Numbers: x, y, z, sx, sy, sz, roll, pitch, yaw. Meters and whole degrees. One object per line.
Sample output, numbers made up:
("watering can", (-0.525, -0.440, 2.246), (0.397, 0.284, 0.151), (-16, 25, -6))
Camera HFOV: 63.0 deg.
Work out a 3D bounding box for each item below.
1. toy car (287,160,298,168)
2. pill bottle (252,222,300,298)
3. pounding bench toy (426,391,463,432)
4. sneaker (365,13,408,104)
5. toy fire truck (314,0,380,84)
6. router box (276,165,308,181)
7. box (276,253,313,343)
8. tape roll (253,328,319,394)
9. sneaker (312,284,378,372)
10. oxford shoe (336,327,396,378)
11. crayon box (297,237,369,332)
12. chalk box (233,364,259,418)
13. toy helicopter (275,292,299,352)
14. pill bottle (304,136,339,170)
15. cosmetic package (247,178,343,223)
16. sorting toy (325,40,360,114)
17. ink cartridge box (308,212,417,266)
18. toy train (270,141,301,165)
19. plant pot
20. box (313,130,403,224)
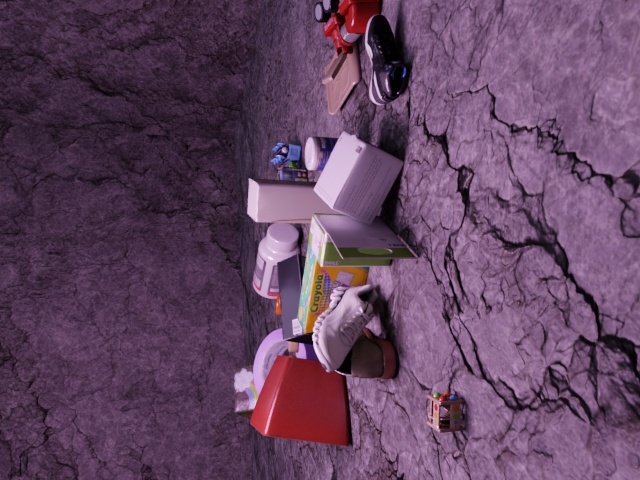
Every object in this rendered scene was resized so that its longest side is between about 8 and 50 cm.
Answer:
("toy car", (-0.119, -0.227, 2.230), (0.239, 0.053, 0.225), (-119, 34, -57))
("pill bottle", (-0.183, 0.084, 2.213), (0.176, 0.176, 0.318), (-107, 24, -45))
("pounding bench toy", (0.237, 0.329, 1.025), (0.083, 0.052, 0.065), (179, 92, -73))
("sneaker", (0.170, -0.444, 1.263), (0.121, 0.079, 0.217), (-158, 62, -69))
("toy fire truck", (0.072, -0.584, 1.471), (0.217, 0.158, 0.246), (170, 88, -67))
("router box", (-0.111, -0.242, 2.082), (0.038, 0.122, 0.092), (136, 132, -61))
("box", (-0.038, 0.196, 1.689), (0.103, 0.184, 0.261), (-23, 62, 35))
("tape roll", (-0.124, 0.467, 1.921), (0.275, 0.090, 0.275), (-18, 62, 37))
("sneaker", (0.067, 0.207, 1.321), (0.110, 0.118, 0.292), (59, -148, -23))
("oxford shoe", (0.078, 0.301, 1.415), (0.348, 0.130, 0.123), (156, 114, -71))
("crayon box", (0.037, 0.126, 1.496), (0.081, 0.165, 0.278), (-124, 38, -57))
("chalk box", (-0.179, 0.594, 2.093), (0.179, 0.289, 0.180), (55, -155, -58))
("toy helicopter", (-0.085, 0.239, 1.819), (0.355, 0.140, 0.235), (-93, 8, -58))
("pill bottle", (0.048, -0.242, 1.477), (0.094, 0.169, 0.094), (180, 90, -74))
("cosmetic package", (-0.051, -0.117, 1.555), (0.160, 0.309, 0.113), (-142, 54, -70))
("sorting toy", (0.073, -0.527, 1.648), (0.208, 0.038, 0.193), (142, 127, -63))
("ink cartridge box", (0.093, 0.024, 1.278), (0.255, 0.189, 0.097), (-121, 36, -60))
("toy train", (-0.151, -0.367, 2.251), (0.184, 0.105, 0.080), (168, 111, -72))
("plant pot", (-0.057, 0.499, 1.675), (0.267, 0.267, 0.235), (147, 133, -70))
("box", (0.091, -0.163, 1.330), (0.182, 0.119, 0.181), (-62, 23, 12))
